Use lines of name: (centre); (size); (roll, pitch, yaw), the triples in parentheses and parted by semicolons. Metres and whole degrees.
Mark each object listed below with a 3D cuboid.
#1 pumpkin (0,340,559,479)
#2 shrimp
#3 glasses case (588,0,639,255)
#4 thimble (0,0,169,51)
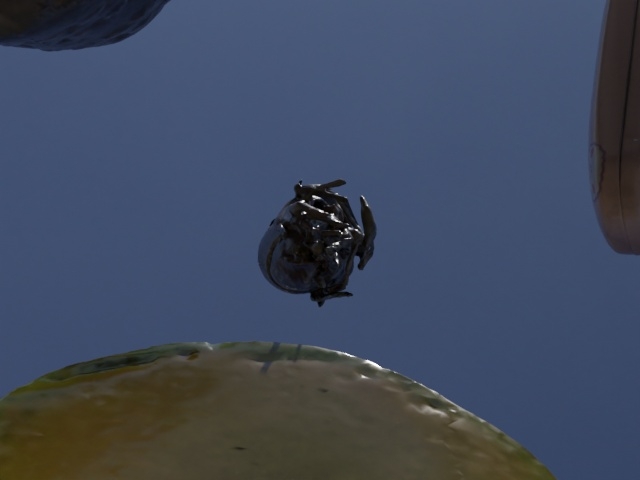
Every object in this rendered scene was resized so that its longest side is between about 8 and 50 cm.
pumpkin: (-0.035, 0.174, 0.610); (0.332, 0.332, 0.199); (27, -64, 37)
shrimp: (0.000, 0.000, 0.811); (0.065, 0.056, 0.165); (-43, -169, -8)
glasses case: (0.269, -0.124, 1.305); (0.075, 0.113, 0.297); (0, -124, 22)
thimble: (-0.195, -0.218, 0.976); (0.236, 0.172, 0.205); (-3, -90, 12)
